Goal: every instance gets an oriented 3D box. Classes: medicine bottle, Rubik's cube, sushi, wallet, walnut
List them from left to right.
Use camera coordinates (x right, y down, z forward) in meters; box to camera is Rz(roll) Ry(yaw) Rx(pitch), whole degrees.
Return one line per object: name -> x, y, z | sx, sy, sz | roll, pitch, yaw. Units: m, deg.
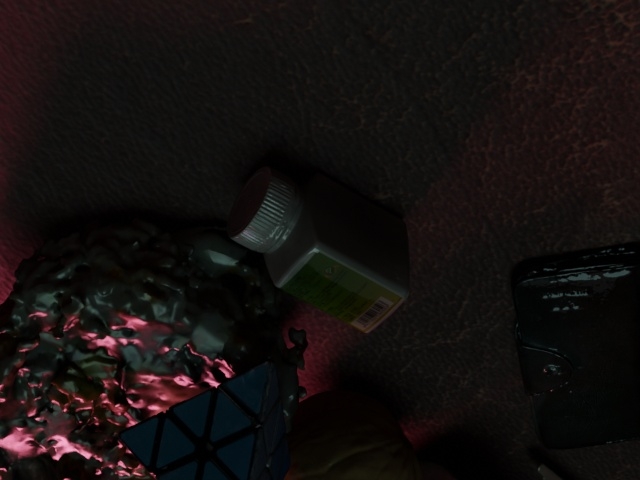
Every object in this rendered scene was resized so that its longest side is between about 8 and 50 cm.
sushi -> -0.209, 0.159, 1.494 | 0.418, 0.175, 0.417 | -2, 131, -2
Rubik's cube -> -0.078, 0.273, 1.385 | 0.211, 0.178, 0.190 | -30, 137, 25
medicine bottle -> 0.000, 0.000, 1.379 | 0.189, 0.132, 0.088 | 29, 127, -22
walnut -> 0.015, 0.305, 1.602 | 0.228, 0.228, 0.228 | 0, 132, 0
wallet -> 0.331, 0.141, 1.563 | 0.173, 0.045, 0.318 | -10, 130, 8

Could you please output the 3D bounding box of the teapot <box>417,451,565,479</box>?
teapot -> 0.232, 0.436, 1.725 | 0.344, 0.253, 0.300 | 38, 91, -37
